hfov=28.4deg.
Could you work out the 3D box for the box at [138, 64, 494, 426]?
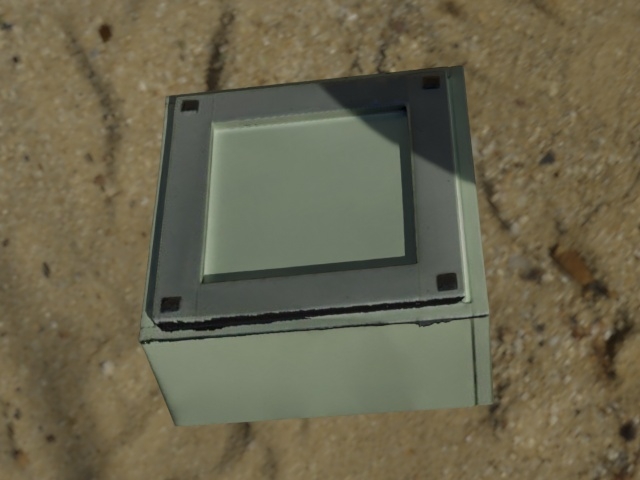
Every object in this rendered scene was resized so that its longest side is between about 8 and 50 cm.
[{"bbox_3d":[0.000,0.000,0.899,0.225,0.225,0.117,-5,141,6],"label":"box"}]
